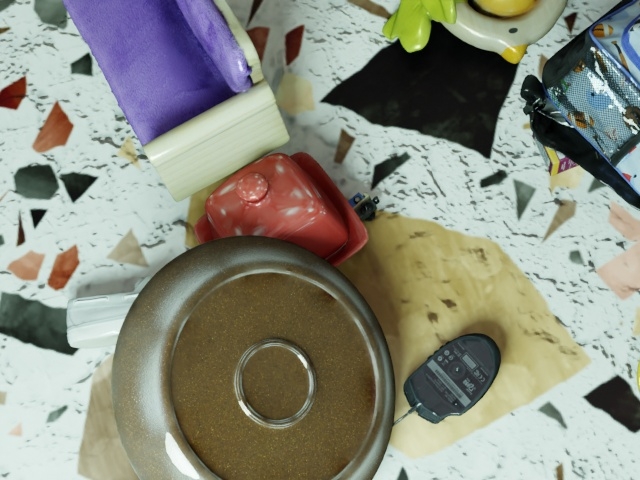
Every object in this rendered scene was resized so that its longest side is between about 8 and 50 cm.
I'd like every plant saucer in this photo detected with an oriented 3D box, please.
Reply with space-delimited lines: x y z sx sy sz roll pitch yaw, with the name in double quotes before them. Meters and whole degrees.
"plant saucer" -0.052 0.143 1.460 0.311 0.050 0.310 6 76 -25

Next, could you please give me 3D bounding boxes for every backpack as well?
"backpack" 0.397 -0.149 1.533 0.276 0.213 0.263 -37 90 -32

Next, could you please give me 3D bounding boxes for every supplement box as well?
"supplement box" 0.282 -0.115 1.628 0.083 0.043 0.055 -21 72 -2

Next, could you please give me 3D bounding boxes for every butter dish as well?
"butter dish" -0.056 -0.030 1.571 0.160 0.118 0.160 -34 56 -3

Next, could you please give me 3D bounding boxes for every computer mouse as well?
"computer mouse" 0.093 0.187 1.559 0.242 0.041 0.071 -39 74 -1

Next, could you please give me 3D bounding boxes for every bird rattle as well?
"bird rattle" 0.184 -0.309 1.677 0.207 0.143 0.253 34 65 1

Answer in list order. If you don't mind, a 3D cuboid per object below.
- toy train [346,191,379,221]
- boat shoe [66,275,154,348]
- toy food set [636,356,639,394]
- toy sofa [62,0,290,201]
"toy train" 0.000 0.000 1.623 0.158 0.027 0.036 -40 64 -7
"boat shoe" -0.186 0.069 1.600 0.184 0.066 0.063 -14 74 10
"toy food set" 0.438 0.119 1.533 0.218 0.071 0.128 -21 73 -3
"toy sofa" -0.185 -0.240 1.597 0.150 0.177 0.362 -28 63 -3
